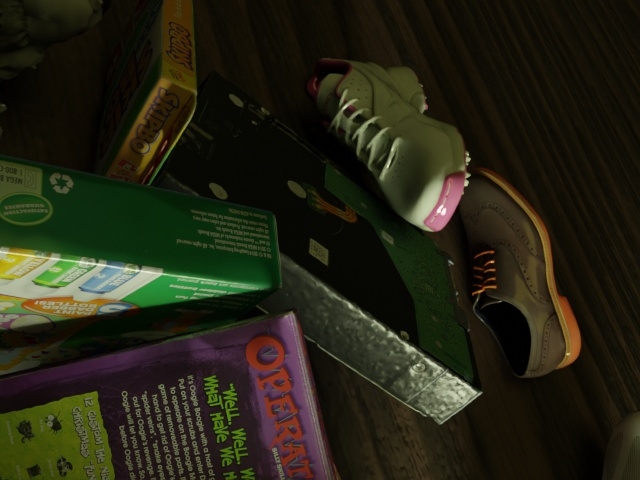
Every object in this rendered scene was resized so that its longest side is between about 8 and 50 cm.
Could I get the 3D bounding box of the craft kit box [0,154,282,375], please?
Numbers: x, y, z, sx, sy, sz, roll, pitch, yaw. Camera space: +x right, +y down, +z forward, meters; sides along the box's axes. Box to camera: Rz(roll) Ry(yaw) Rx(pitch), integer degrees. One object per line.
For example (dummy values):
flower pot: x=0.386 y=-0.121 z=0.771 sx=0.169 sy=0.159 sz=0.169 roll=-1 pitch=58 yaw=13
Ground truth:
craft kit box: x=-0.192 y=0.037 z=0.420 sx=0.249 sy=0.246 sz=0.061 roll=11 pitch=61 yaw=-35

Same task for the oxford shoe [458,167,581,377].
oxford shoe: x=0.227 y=0.036 z=0.883 sx=0.098 sy=0.097 sz=0.271 roll=-13 pitch=74 yaw=-38

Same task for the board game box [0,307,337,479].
board game box: x=-0.075 y=0.229 z=0.402 sx=0.056 sy=0.208 sz=0.347 roll=13 pitch=64 yaw=-85

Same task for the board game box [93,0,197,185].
board game box: x=-0.144 y=-0.131 z=0.591 sx=0.039 sy=0.124 sz=0.259 roll=21 pitch=34 yaw=-30

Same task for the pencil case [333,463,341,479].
pencil case: x=0.001 y=0.287 z=0.497 sx=0.386 sy=0.160 sz=0.167 roll=55 pitch=33 yaw=2

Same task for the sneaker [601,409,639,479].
sneaker: x=0.308 y=0.353 z=0.706 sx=0.257 sy=0.169 sz=0.448 roll=29 pitch=52 yaw=-27

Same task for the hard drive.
hard drive: x=0.000 y=0.000 z=0.684 sx=0.339 sy=0.064 sz=0.237 roll=35 pitch=27 yaw=-19

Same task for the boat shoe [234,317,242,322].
boat shoe: x=-0.156 y=0.026 z=0.579 sx=0.233 sy=0.079 sz=0.084 roll=36 pitch=46 yaw=-20

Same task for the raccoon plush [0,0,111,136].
raccoon plush: x=-0.365 y=-0.190 z=0.455 sx=0.446 sy=0.216 sz=0.299 roll=16 pitch=48 yaw=-32

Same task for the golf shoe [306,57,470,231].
golf shoe: x=0.062 y=-0.114 z=0.789 sx=0.140 sy=0.115 sz=0.306 roll=14 pitch=28 yaw=-20
